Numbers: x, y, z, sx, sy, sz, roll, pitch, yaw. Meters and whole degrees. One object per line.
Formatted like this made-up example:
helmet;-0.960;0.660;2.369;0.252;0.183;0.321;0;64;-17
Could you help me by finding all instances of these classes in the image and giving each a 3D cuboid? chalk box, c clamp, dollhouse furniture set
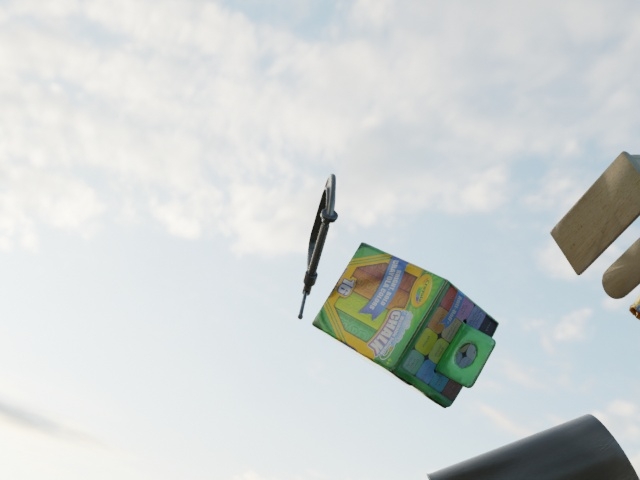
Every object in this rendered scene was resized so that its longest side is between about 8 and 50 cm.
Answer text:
chalk box;0.120;0.112;1.134;0.132;0.132;0.213;38;-9;-39
c clamp;0.000;0.000;1.161;0.022;0.137;0.160;12;-60;-5
dollhouse furniture set;0.351;0.006;0.907;0.151;0.144;0.123;-3;-37;-34

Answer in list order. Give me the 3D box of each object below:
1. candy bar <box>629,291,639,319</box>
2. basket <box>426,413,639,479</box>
candy bar;0.364;0.042;0.956;0.040;0.018;0.161;33;-29;20
basket;0.283;0.334;1.163;0.227;0.204;0.154;-28;10;-3
